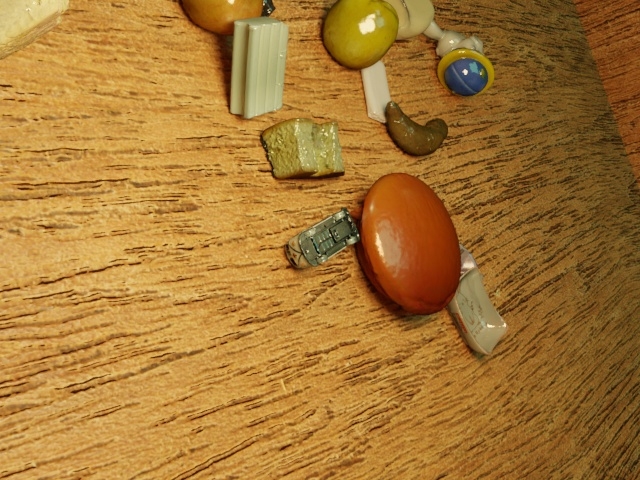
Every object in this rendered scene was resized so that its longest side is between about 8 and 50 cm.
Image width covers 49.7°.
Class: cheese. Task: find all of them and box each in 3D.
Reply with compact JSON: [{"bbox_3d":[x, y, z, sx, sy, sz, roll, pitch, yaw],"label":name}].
[{"bbox_3d":[0.218,-0.714,2.013,0.266,0.127,0.233,57,41,-16],"label":"cheese"}]

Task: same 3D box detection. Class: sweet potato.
[{"bbox_3d":[0.276,-0.297,1.927,0.310,0.098,0.124,4,73,-48],"label":"sweet potato"}]

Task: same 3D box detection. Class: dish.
[{"bbox_3d":[0.411,0.197,1.884,0.151,0.077,0.212,-37,102,-44],"label":"dish"}]

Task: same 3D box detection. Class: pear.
[{"bbox_3d":[0.102,-0.543,1.788,0.200,0.200,0.199,19,62,-40],"label":"pear"}]

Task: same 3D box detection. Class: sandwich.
[{"bbox_3d":[-0.007,-0.205,1.588,0.236,0.128,0.122,-6,87,-46],"label":"sandwich"}]

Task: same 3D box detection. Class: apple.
[{"bbox_3d":[-0.215,-0.533,1.489,0.182,0.155,0.182,25,60,-54],"label":"apple"}]

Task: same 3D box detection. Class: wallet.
[{"bbox_3d":[0.153,-0.413,1.896,0.095,0.033,0.189,2,72,-43],"label":"wallet"}]

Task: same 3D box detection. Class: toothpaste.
[{"bbox_3d":[0.356,0.015,1.924,0.301,0.048,0.075,45,53,-20],"label":"toothpaste"}]

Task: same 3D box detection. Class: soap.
[{"bbox_3d":[-0.133,-0.373,1.488,0.119,0.067,0.198,-30,136,-48],"label":"soap"}]

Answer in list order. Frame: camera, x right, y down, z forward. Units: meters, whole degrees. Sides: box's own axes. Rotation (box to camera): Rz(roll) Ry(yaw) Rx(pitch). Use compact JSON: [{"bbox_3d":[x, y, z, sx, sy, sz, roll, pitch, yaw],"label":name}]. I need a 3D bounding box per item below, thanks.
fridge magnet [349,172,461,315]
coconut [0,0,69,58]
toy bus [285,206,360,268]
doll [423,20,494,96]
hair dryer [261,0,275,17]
[{"bbox_3d":[0.221,0.009,1.708,0.364,0.155,0.363,19,61,-40],"label":"fridge magnet"},{"bbox_3d":[-0.543,-0.421,1.009,0.309,0.298,0.297,58,44,-19],"label":"coconut"},{"bbox_3d":[0.000,0.000,1.537,0.194,0.089,0.087,-32,99,-47],"label":"toy bus"},{"bbox_3d":[0.429,-0.584,2.148,0.311,0.160,0.242,34,54,-27],"label":"doll"},{"bbox_3d":[-0.160,-0.634,1.662,0.195,0.075,0.219,46,36,-10],"label":"hair dryer"}]
